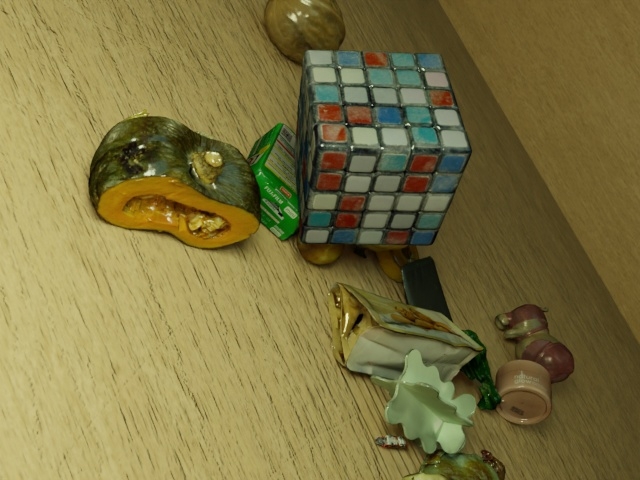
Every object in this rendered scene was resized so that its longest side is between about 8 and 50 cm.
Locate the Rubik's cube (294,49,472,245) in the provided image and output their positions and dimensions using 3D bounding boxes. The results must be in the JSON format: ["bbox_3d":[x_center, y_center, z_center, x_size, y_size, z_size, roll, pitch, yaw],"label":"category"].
[{"bbox_3d":[0.104,-0.182,1.311,0.292,0.293,0.286,1,52,-10],"label":"Rubik's cube"}]

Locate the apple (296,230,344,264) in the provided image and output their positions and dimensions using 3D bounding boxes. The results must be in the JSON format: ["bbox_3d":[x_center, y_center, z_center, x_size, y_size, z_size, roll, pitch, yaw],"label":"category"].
[{"bbox_3d":[0.000,0.000,1.474,0.102,0.099,0.114,17,33,-36],"label":"apple"}]

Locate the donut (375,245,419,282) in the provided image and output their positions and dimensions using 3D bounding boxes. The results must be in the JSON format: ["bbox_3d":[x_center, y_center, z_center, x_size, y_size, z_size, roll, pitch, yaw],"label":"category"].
[{"bbox_3d":[0.203,0.033,1.743,0.162,0.066,0.178,34,38,-38],"label":"donut"}]

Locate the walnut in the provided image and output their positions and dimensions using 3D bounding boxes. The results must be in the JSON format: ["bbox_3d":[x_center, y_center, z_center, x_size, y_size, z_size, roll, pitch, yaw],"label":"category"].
[{"bbox_3d":[-0.039,-0.616,1.860,0.261,0.225,0.224,26,43,-45],"label":"walnut"}]

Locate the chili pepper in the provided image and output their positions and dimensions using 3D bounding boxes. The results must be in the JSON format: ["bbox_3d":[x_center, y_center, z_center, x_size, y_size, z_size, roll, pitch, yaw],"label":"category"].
[{"bbox_3d":[0.400,0.330,1.686,0.253,0.084,0.099,60,37,-23],"label":"chili pepper"}]

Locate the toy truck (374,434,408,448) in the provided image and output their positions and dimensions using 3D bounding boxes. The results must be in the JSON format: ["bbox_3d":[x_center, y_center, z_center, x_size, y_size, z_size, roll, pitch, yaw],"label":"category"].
[{"bbox_3d":[0.149,0.420,1.363,0.083,0.032,0.024,23,48,-44],"label":"toy truck"}]

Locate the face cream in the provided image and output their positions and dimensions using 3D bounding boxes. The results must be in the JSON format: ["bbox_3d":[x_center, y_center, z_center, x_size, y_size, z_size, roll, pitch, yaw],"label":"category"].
[{"bbox_3d":[0.551,0.412,1.778,0.149,0.149,0.104,46,35,-16],"label":"face cream"}]

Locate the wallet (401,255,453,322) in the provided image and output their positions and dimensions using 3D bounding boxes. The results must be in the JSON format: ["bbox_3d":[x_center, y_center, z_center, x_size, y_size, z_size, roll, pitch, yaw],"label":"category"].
[{"bbox_3d":[0.272,0.170,1.679,0.169,0.052,0.245,-13,88,-50],"label":"wallet"}]

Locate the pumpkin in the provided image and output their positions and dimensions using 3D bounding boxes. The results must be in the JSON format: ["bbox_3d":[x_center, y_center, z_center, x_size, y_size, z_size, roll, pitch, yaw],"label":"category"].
[{"bbox_3d":[-0.234,-0.102,1.147,0.317,0.222,0.139,23,45,-42],"label":"pumpkin"}]

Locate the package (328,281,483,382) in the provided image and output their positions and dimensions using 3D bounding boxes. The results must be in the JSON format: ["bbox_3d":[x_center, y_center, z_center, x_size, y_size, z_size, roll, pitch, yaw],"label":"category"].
[{"bbox_3d":[0.167,0.234,1.471,0.311,0.164,0.221,19,13,-33],"label":"package"}]

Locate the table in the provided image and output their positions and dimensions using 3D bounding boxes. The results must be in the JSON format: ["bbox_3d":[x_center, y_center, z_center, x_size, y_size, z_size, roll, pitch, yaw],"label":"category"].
[{"bbox_3d":[0.212,0.337,1.368,0.198,0.167,0.166,44,34,-34],"label":"table"}]

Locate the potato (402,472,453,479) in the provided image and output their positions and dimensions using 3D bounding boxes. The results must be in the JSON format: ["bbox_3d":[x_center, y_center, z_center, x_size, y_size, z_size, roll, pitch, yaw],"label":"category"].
[{"bbox_3d":[0.152,0.536,1.109,0.242,0.243,0.285,65,19,14],"label":"potato"}]

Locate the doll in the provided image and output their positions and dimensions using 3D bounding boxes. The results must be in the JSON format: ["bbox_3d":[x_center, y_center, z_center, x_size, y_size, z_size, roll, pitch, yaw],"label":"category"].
[{"bbox_3d":[0.653,0.321,1.992,0.196,0.152,0.255,-7,46,-20],"label":"doll"}]

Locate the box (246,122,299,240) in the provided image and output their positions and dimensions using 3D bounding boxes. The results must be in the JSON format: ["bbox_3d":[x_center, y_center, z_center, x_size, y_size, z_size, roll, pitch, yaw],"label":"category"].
[{"bbox_3d":[-0.085,-0.138,1.484,0.180,0.103,0.250,43,34,-19],"label":"box"}]

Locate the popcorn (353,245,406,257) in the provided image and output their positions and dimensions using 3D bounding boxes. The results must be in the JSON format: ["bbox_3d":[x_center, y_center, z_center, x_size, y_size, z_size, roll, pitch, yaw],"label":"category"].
[{"bbox_3d":[0.141,-0.084,1.603,0.298,0.280,0.315,17,21,-10],"label":"popcorn"}]

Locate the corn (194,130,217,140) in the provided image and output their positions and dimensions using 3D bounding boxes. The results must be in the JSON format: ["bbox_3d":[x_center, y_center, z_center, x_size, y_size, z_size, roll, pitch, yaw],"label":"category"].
[{"bbox_3d":[-0.203,-0.130,1.343,0.087,0.087,0.210,-11,67,-55],"label":"corn"}]

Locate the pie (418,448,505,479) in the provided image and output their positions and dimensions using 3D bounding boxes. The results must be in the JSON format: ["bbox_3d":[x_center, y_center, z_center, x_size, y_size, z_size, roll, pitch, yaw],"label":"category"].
[{"bbox_3d":[0.310,0.573,1.393,0.257,0.105,0.274,17,45,-25],"label":"pie"}]
